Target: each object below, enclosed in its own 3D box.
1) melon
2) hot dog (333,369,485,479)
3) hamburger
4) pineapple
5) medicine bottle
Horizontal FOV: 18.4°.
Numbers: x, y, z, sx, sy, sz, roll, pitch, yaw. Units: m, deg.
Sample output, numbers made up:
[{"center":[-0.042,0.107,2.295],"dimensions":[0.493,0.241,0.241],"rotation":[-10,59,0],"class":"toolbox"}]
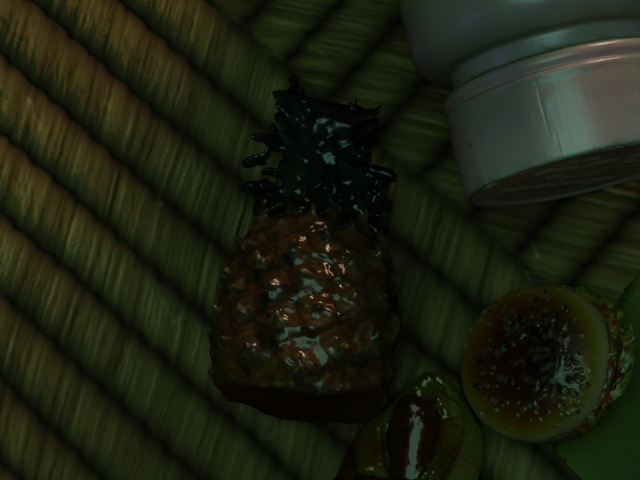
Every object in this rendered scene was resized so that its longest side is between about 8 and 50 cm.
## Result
[{"center":[0.253,0.098,1.545],"dimensions":[0.114,0.053,0.261],"rotation":[10,80,31],"class":"melon"},{"center":[0.064,0.228,1.524],"dimensions":[0.123,0.093,0.261],"rotation":[1,83,9],"class":"hot dog"},{"center":[0.175,0.095,1.515],"dimensions":[0.141,0.081,0.126],"rotation":[8,79,27],"class":"hamburger"},{"center":[0.000,0.000,1.553],"dimensions":[0.158,0.158,0.278],"rotation":[4,71,10],"class":"pineapple"},{"center":[0.156,-0.230,1.509],"dimensions":[0.213,0.213,0.378],"rotation":[-14,81,8],"class":"medicine bottle"}]
